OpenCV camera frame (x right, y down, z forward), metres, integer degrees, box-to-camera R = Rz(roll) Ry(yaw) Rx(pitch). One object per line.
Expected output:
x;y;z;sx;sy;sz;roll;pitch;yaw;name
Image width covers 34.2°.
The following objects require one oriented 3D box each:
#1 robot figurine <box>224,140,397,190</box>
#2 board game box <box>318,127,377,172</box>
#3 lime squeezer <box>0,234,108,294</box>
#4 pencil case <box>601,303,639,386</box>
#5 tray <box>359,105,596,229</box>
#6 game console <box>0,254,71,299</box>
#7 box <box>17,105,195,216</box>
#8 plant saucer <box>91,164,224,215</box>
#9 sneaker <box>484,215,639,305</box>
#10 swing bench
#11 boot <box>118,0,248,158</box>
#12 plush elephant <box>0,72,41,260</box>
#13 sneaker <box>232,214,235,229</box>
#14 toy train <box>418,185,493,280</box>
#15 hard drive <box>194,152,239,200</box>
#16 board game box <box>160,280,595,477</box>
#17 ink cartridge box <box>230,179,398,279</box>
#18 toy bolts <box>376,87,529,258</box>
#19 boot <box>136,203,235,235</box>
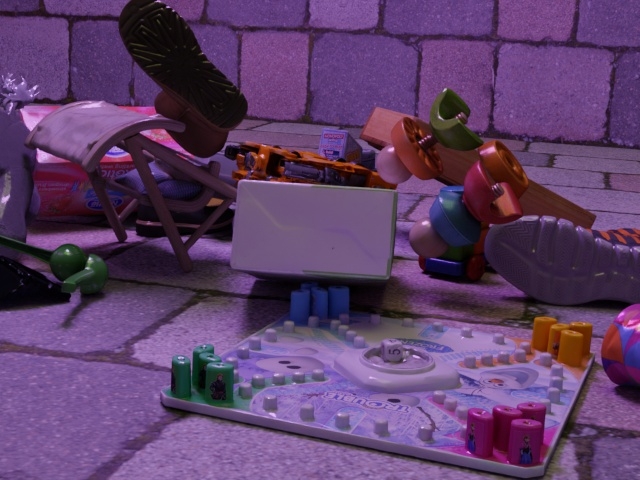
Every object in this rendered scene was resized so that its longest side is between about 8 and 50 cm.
-0.018;-0.100;1.685;0.211;0.085;0.291;19;9;41;robot figurine
0.050;-0.113;1.930;0.060;0.194;0.194;11;15;33;board game box
-0.363;0.040;1.446;0.110;0.058;0.310;-8;17;-33;lime squeezer
0.407;0.141;1.086;0.104;0.104;0.236;-5;16;-31;pencil case
0.287;-0.116;1.918;0.411;0.076;0.203;26;3;-22;tray
-0.415;0.069;1.411;0.107;0.071;0.122;31;-6;-36;game console
-0.407;-0.145;1.916;0.300;0.154;0.142;-4;53;-33;box
-0.412;-0.129;2.167;0.333;0.081;0.333;-6;15;-37;plant saucer
0.400;0.032;1.576;0.321;0.124;0.180;14;8;2;sneaker
-0.287;-0.111;1.623;0.165;0.254;0.253;-49;35;-14;swing bench
-0.219;-0.228;1.549;0.089;0.236;0.269;-41;8;-13;boot
-0.595;-0.105;1.692;0.272;0.255;0.330;38;40;-22;plush elephant
-0.034;-0.011;1.731;0.240;0.091;0.126;9;-1;-13;sneaker
0.259;-0.027;1.701;0.105;0.143;0.248;11;15;32;toy train
-0.140;-0.106;1.945;0.203;0.040;0.307;12;-7;-16;hard drive
0.085;0.131;1.153;0.390;0.050;0.390;8;13;20;board game box
0.000;0.000;1.461;0.207;0.119;0.353;4;-4;4;ink cartridge box
0.197;-0.068;1.528;0.218;0.158;0.228;36;30;-36;toy bolts
-0.234;-0.083;1.862;0.198;0.137;0.077;-7;16;-42;boot
